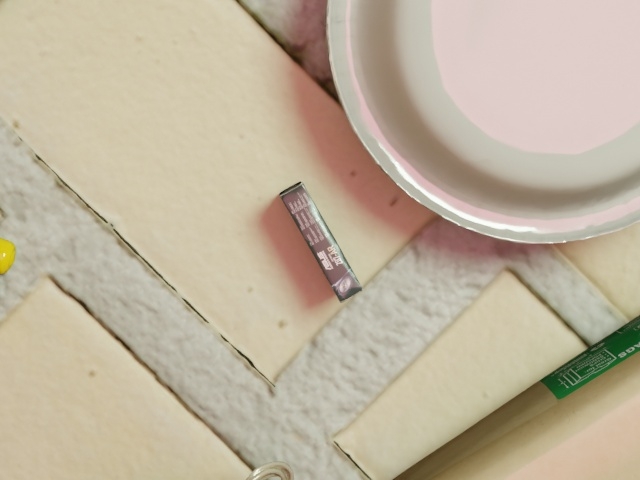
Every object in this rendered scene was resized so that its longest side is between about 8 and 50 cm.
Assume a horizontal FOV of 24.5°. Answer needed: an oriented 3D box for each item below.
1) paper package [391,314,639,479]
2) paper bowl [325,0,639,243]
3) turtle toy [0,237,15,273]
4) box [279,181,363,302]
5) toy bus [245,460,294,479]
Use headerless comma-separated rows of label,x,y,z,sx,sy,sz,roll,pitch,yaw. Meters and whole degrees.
paper package,0.238,0.219,0.968,0.325,0.168,0.309,-32,94,1
paper bowl,0.145,-0.138,0.937,0.284,0.148,0.284,0,101,1
turtle toy,-0.267,0.037,0.992,0.095,0.066,0.130,18,92,-3
box,0.000,0.000,0.999,0.018,0.067,0.083,-30,94,0
toy bus,-0.127,0.231,0.989,0.202,0.104,0.191,-21,127,-31
